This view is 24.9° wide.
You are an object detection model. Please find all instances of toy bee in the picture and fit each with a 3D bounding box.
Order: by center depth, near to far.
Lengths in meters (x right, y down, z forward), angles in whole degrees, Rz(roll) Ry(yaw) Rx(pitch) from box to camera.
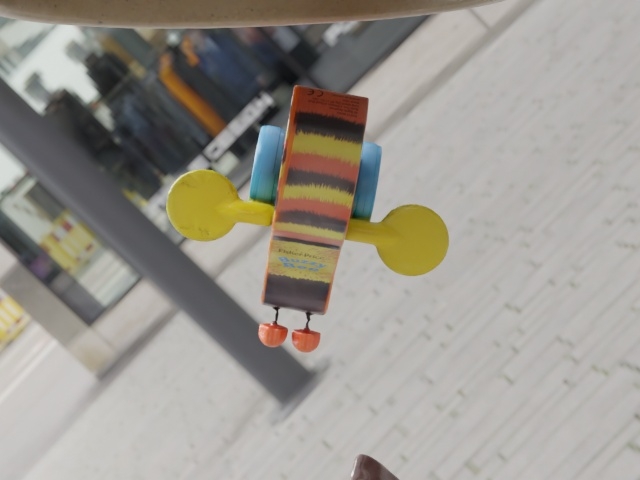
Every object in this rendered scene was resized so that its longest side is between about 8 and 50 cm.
[{"bbox_3d":[0.000,0.000,1.087,0.298,0.195,0.162,37,-120,-68],"label":"toy bee"}]

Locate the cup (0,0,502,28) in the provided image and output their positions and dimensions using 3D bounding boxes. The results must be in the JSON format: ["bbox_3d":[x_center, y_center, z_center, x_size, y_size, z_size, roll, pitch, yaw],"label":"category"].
[{"bbox_3d":[-0.041,-0.260,0.864,0.331,0.237,0.331,-2,2,0],"label":"cup"}]

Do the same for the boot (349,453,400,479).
[{"bbox_3d":[0.116,0.408,1.892,0.090,0.248,0.207,-48,5,34],"label":"boot"}]
